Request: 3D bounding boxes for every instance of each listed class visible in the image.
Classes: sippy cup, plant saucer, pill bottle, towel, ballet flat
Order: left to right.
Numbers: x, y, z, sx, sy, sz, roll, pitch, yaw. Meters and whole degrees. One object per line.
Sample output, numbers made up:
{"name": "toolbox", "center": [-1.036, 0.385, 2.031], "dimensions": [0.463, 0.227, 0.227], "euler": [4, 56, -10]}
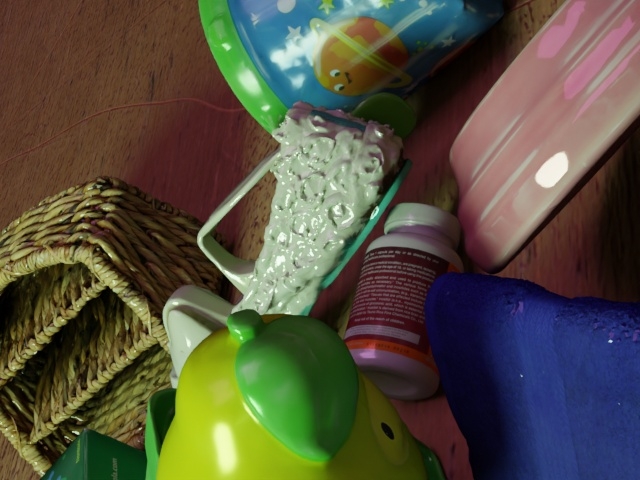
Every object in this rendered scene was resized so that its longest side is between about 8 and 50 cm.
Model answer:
{"name": "ballet flat", "center": [-0.061, 0.043, 1.407], "dimensions": [0.409, 0.147, 0.147], "euler": [-60, 26, 27]}
{"name": "sippy cup", "center": [0.043, -0.227, 1.476], "dimensions": [0.224, 0.240, 0.305], "euler": [-29, 79, 30]}
{"name": "pill bottle", "center": [0.071, 0.049, 1.301], "dimensions": [0.086, 0.086, 0.152], "euler": [-19, 50, 53]}
{"name": "plant saucer", "center": [0.199, -0.122, 1.054], "dimensions": [0.332, 0.084, 0.332], "euler": [-47, -7, -7]}
{"name": "towel", "center": [0.188, 0.135, 0.961], "dimensions": [0.308, 0.076, 0.227], "euler": [8, 113, 61]}

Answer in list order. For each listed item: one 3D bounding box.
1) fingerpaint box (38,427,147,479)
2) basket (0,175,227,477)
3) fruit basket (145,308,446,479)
{"name": "fingerpaint box", "center": [-0.247, 0.456, 1.388], "dimensions": [0.371, 0.163, 0.444], "euler": [-47, 31, 27]}
{"name": "basket", "center": [-0.265, 0.102, 1.683], "dimensions": [0.299, 0.213, 0.223], "euler": [-38, 35, 38]}
{"name": "fruit basket", "center": [0.002, 0.211, 1.053], "dimensions": [0.392, 0.283, 0.392], "euler": [-167, 90, -69]}
